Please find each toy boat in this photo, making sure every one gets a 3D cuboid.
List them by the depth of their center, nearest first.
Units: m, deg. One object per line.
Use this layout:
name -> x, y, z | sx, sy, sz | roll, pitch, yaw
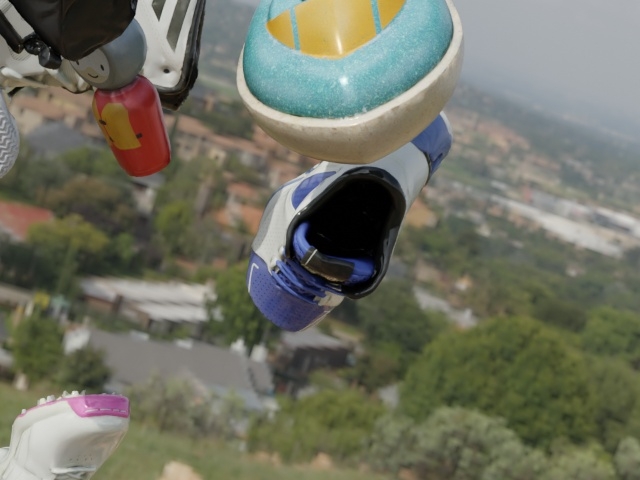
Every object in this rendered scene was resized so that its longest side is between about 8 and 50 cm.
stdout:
toy boat -> -0.042, -0.153, 1.191 | 0.318, 0.148, 0.267 | -14, 33, 3

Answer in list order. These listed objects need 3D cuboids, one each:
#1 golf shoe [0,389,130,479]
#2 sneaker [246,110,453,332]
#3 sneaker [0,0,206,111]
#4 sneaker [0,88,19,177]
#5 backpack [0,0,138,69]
golf shoe -> -0.280, 0.253, 1.495 | 0.115, 0.306, 0.140 | 7, 59, -37
sneaker -> 0.001, -0.001, 1.464 | 0.127, 0.315, 0.182 | 35, 41, -4
sneaker -> -0.272, -0.166, 1.390 | 0.257, 0.447, 0.169 | 42, 7, -8
sneaker -> -0.323, -0.174, 1.145 | 0.268, 0.101, 0.153 | 52, 16, -19
backpack -> -0.206, -0.233, 1.055 | 0.115, 0.152, 0.182 | -22, 51, -34
